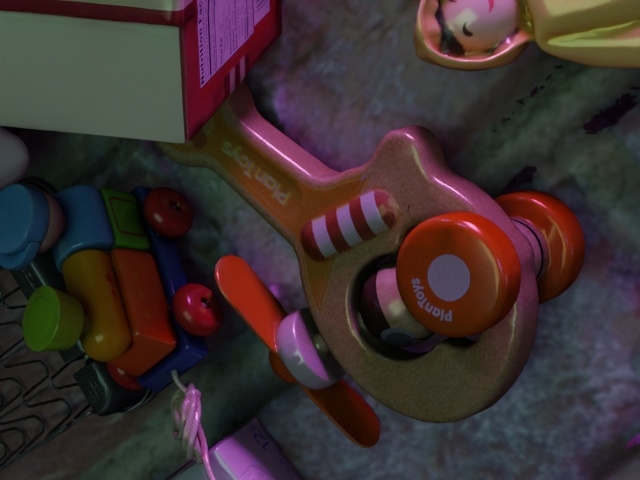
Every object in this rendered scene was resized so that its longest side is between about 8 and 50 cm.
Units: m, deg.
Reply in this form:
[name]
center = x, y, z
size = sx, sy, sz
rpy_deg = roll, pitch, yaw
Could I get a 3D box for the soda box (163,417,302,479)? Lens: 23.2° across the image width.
[soda box]
center = -0.014, 0.284, 1.198
size = 0.098, 0.091, 0.286
rpy_deg = -37, 87, 20

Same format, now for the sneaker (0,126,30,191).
[sneaker]
center = -0.346, -0.135, 1.236
size = 0.330, 0.146, 0.122
rpy_deg = 51, 138, 27

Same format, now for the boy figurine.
[boy figurine]
center = 0.187, -0.197, 1.051
size = 0.285, 0.092, 0.177
rpy_deg = -18, 96, 17

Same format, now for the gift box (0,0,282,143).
[gift box]
center = -0.175, -0.215, 1.088
size = 0.258, 0.276, 0.255
rpy_deg = 6, 113, 13

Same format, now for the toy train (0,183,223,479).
[toy train]
center = -0.152, 0.069, 1.132
size = 0.105, 0.143, 0.248
rpy_deg = -39, 57, 33

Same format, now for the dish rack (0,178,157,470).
[dish rack]
center = -0.290, 0.100, 1.271
size = 0.271, 0.074, 0.208
rpy_deg = -32, 87, 22

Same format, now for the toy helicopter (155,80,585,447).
[toy helicopter]
center = 0.000, 0.000, 1.147
size = 0.355, 0.140, 0.235
rpy_deg = 40, 118, 19
